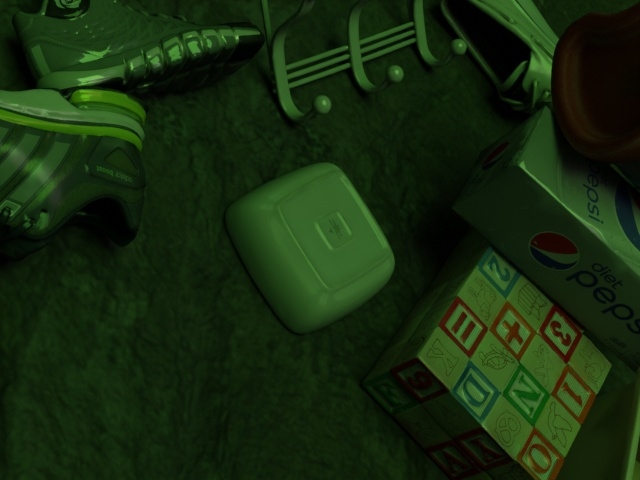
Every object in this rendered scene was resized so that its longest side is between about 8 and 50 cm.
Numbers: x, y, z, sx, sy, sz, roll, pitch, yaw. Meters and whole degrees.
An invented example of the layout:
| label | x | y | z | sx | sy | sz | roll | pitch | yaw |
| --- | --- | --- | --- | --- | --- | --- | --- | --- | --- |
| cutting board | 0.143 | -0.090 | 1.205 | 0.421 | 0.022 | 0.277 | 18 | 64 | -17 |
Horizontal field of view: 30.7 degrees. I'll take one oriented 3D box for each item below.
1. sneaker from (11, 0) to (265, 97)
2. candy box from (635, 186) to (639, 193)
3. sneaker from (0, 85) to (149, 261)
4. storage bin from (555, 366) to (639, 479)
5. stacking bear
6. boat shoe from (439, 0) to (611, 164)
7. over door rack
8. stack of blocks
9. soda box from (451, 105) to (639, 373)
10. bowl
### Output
| label | x | y | z | sx | sy | sz | roll | pitch | yaw |
| --- | --- | --- | --- | --- | --- | --- | --- | --- | --- |
| sneaker | -0.160 | -0.193 | 1.007 | 0.229 | 0.086 | 0.132 | -21 | 79 | -39 |
| candy box | 0.434 | -0.056 | 1.296 | 0.087 | 0.183 | 0.316 | 45 | 50 | -6 |
| sneaker | -0.252 | -0.045 | 0.856 | 0.300 | 0.111 | 0.121 | -7 | 76 | -35 |
| storage bin | 0.332 | 0.305 | 1.088 | 0.260 | 0.123 | 0.262 | 35 | 52 | -17 |
| stacking bear | 0.370 | -0.095 | 1.060 | 0.289 | 0.175 | 0.164 | 23 | 64 | -30 |
| boat shoe | 0.232 | -0.183 | 1.275 | 0.088 | 0.096 | 0.267 | -36 | 90 | -37 |
| over door rack | 0.027 | -0.301 | 1.120 | 0.239 | 0.108 | 0.324 | -27 | 106 | -41 |
| stack of blocks | 0.187 | 0.086 | 1.114 | 0.171 | 0.087 | 0.297 | 46 | 50 | -8 |
| soda box | 0.266 | 0.013 | 1.083 | 0.286 | 0.098 | 0.091 | 40 | 50 | -11 |
| bowl | 0.000 | 0.000 | 1.047 | 0.142 | 0.053 | 0.142 | -29 | 88 | -40 |
